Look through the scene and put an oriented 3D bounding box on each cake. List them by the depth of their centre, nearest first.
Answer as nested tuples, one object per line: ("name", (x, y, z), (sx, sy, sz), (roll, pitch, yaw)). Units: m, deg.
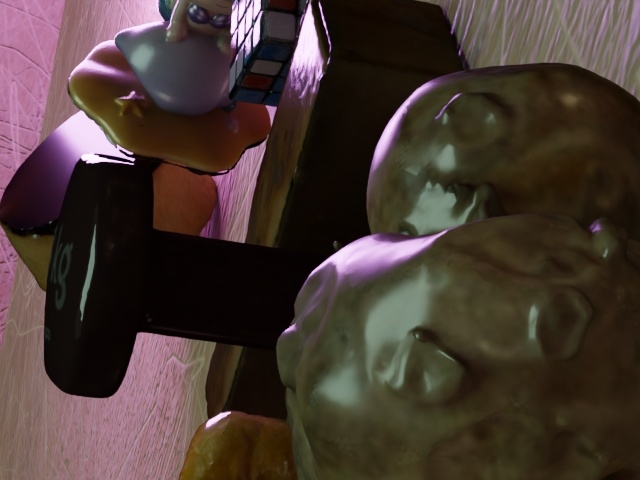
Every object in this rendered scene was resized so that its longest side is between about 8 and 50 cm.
("cake", (-0.175, -0.014, 1.644), (0.208, 0.178, 0.185), (-26, 31, 26))

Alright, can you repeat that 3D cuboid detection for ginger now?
("ginger", (0.065, 0.115, 0.707), (0.256, 0.176, 0.375), (-61, -22, -84))

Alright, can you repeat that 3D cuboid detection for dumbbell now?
("dumbbell", (-0.031, 0.030, 0.952), (0.140, 0.225, 0.124), (-155, 75, -73))

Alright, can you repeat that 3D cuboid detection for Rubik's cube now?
("Rubik's cube", (-0.006, -0.147, 1.195), (0.092, 0.092, 0.092), (130, 145, -63))

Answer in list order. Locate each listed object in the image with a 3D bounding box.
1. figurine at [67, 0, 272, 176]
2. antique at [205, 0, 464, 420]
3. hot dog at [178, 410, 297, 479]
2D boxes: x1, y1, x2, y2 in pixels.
("figurine", (-0.085, -0.205, 1.359), (0.208, 0.181, 0.257), (-42, -16, -50))
("antique", (0.000, 0.000, 1.116), (0.093, 0.087, 0.310), (-102, 24, -55))
("hot dog", (-0.047, 0.238, 1.083), (0.153, 0.150, 0.256), (-87, 13, -56))
